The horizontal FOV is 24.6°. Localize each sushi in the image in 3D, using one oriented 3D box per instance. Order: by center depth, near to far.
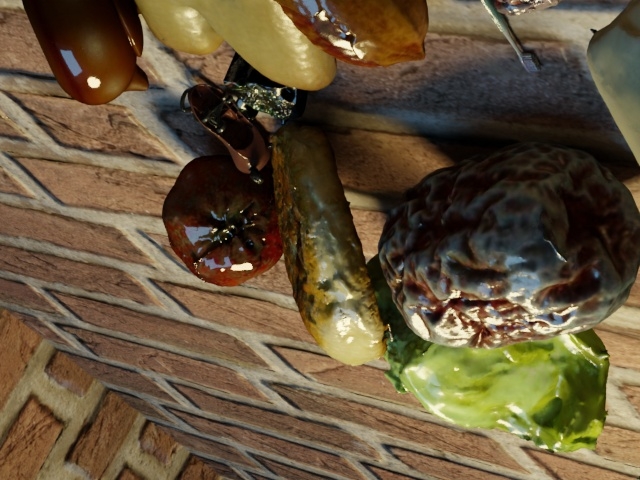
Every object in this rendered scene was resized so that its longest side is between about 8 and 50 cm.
[{"bbox_3d":[-0.058,-0.173,1.681,0.083,0.056,0.084,14,157,13],"label":"sushi"}]

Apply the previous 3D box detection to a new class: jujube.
[{"bbox_3d":[0.200,0.009,1.568,0.226,0.226,0.317,33,159,-16],"label":"jujube"}]

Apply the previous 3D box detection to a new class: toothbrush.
[{"bbox_3d":[0.166,-0.208,1.365,0.014,0.011,0.167,4,151,38],"label":"toothbrush"}]

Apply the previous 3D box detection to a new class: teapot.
[{"bbox_3d":[-0.259,-0.261,1.635,0.178,0.135,0.252,54,166,51],"label":"teapot"}]

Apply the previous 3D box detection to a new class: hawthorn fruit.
[{"bbox_3d":[-0.126,-0.040,1.966,0.181,0.181,0.235,34,-171,-19],"label":"hawthorn fruit"}]

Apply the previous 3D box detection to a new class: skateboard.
[{"bbox_3d":[-0.116,-0.142,1.839,0.151,0.067,0.080,45,164,-29],"label":"skateboard"}]

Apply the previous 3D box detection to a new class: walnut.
[{"bbox_3d":[0.025,-0.228,1.349,0.207,0.115,0.116,35,159,-29],"label":"walnut"}]

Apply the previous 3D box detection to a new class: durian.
[{"bbox_3d":[0.195,0.111,1.832,0.256,0.204,0.339,7,-150,-24],"label":"durian"}]

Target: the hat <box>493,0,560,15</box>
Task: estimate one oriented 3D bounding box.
[{"bbox_3d":[0.219,-0.247,1.103,0.227,0.129,0.140,-4,124,24],"label":"hat"}]

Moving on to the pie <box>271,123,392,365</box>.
[{"bbox_3d":[0.000,0.000,1.752,0.092,0.315,0.315,-15,159,-6],"label":"pie"}]

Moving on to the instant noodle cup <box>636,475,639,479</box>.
[{"bbox_3d":[0.552,0.295,1.883,0.302,0.181,0.258,40,156,-33],"label":"instant noodle cup"}]

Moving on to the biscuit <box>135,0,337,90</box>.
[{"bbox_3d":[-0.110,-0.263,1.509,0.237,0.062,0.290,21,161,18],"label":"biscuit"}]

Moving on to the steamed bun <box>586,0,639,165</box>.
[{"bbox_3d":[0.360,-0.091,1.016,0.320,0.275,0.206,-5,169,-34],"label":"steamed bun"}]
